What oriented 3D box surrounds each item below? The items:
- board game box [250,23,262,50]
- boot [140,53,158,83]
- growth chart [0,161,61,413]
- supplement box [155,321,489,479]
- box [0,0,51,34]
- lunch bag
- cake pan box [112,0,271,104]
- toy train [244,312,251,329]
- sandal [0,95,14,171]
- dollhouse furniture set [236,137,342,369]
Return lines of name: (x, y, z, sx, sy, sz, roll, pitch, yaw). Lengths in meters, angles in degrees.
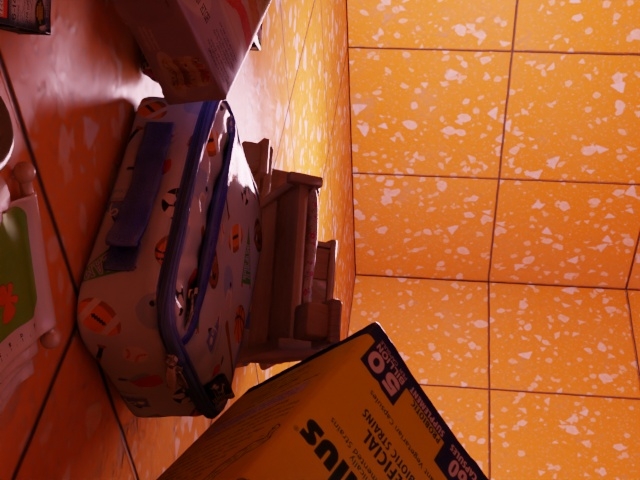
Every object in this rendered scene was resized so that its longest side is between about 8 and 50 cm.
board game box: (-0.107, -0.432, 1.261, 0.213, 0.046, 0.317, 25, 68, -82)
boot: (-0.124, -0.242, 1.033, 0.236, 0.085, 0.179, 18, 77, -73)
growth chart: (-0.223, 0.063, 0.623, 0.237, 0.021, 0.172, -77, 167, -58)
supplement box: (-0.035, 0.258, 0.812, 0.194, 0.195, 0.356, 55, 37, -4)
box: (-0.205, -0.207, 0.624, 0.094, 0.027, 0.137, -43, 135, -79)
lunch bag: (-0.137, 0.017, 0.940, 0.243, 0.115, 0.303, 80, 14, -53)
cake pan box: (-0.117, -0.298, 0.842, 0.267, 0.070, 0.246, 67, 30, -44)
toy train: (-0.042, 0.132, 1.616, 0.248, 0.143, 0.105, 46, 48, -80)
sandal: (-0.189, -0.106, 0.379, 0.120, 0.086, 0.303, 59, -4, 20)
dollhouse furniture set: (0.000, 0.000, 1.148, 0.355, 0.174, 0.303, 156, -59, -62)
